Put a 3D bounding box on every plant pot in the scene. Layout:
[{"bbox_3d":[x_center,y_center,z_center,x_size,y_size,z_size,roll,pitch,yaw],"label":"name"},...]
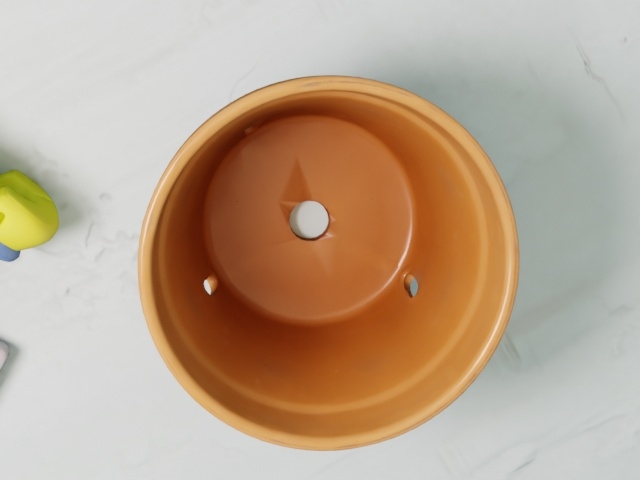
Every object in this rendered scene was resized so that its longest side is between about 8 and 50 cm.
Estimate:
[{"bbox_3d":[0.000,0.000,1.231,0.291,0.203,0.291,-1,103,-5],"label":"plant pot"}]

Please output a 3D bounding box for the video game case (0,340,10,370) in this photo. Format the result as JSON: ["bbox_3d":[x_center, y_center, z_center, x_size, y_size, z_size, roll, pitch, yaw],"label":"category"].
[{"bbox_3d":[-0.477,0.168,1.308,0.300,0.036,0.329,28,97,-10],"label":"video game case"}]

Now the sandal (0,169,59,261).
[{"bbox_3d":[-0.377,-0.060,1.228,0.317,0.126,0.138,38,100,-10],"label":"sandal"}]
